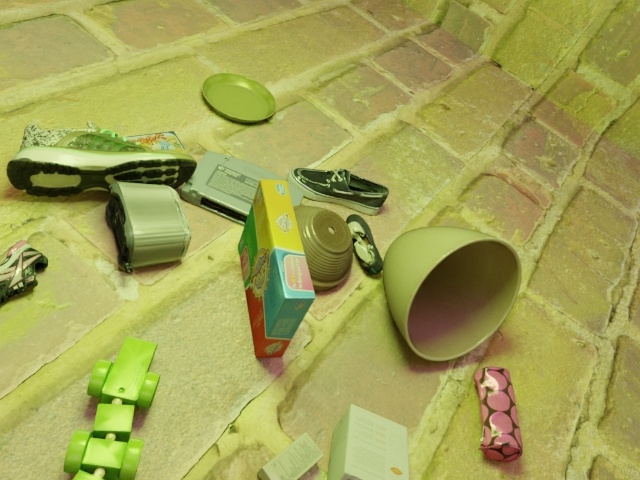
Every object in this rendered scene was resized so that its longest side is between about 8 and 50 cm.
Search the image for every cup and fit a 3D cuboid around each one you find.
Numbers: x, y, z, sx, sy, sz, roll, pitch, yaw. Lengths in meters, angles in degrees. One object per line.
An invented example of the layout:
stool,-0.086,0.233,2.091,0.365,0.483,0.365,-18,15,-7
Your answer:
cup,0.286,0.095,1.295,0.332,0.330,0.237,-2,25,-27

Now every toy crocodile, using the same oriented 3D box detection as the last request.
toy crocodile,-0.359,0.315,0.907,0.115,0.105,0.340,14,41,-14

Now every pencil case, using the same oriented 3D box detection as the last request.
pencil case,0.405,0.395,1.207,0.098,0.095,0.209,7,44,1

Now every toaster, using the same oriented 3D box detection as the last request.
toaster,-0.387,-0.032,1.176,0.147,0.129,0.226,-6,53,-33

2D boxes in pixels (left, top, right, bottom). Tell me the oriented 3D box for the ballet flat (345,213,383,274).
ballet flat,0.109,0.001,1.421,0.074,0.074,0.203,-5,56,-30

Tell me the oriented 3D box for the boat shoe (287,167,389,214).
boat shoe,0.056,-0.166,1.529,0.302,0.102,0.108,19,45,-10

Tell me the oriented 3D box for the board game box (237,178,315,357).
board game box,-0.108,0.060,1.148,0.064,0.242,0.316,2,49,-23

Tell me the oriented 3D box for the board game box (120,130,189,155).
board game box,-0.456,-0.222,1.378,0.201,0.035,0.136,-18,60,-36

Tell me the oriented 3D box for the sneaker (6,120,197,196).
sneaker,-0.498,-0.213,1.223,0.411,0.158,0.181,-1,61,-29

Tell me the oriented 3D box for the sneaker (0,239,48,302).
sneaker,-0.598,0.079,1.017,0.077,0.072,0.178,30,49,-14

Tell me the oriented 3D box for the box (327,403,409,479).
box,0.091,0.423,0.993,0.130,0.091,0.170,25,27,-4

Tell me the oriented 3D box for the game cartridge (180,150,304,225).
game cartridge,-0.200,-0.129,1.408,0.298,0.062,0.198,24,40,-5

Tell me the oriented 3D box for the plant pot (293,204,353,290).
plant pot,0.000,0.000,1.310,0.238,0.110,0.237,18,55,-27

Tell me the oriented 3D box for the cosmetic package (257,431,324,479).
cosmetic package,-0.056,0.425,0.986,0.115,0.041,0.060,-25,65,-39

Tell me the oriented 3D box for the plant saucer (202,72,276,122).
plant saucer,-0.263,-0.453,1.679,0.241,0.037,0.240,13,47,-14
